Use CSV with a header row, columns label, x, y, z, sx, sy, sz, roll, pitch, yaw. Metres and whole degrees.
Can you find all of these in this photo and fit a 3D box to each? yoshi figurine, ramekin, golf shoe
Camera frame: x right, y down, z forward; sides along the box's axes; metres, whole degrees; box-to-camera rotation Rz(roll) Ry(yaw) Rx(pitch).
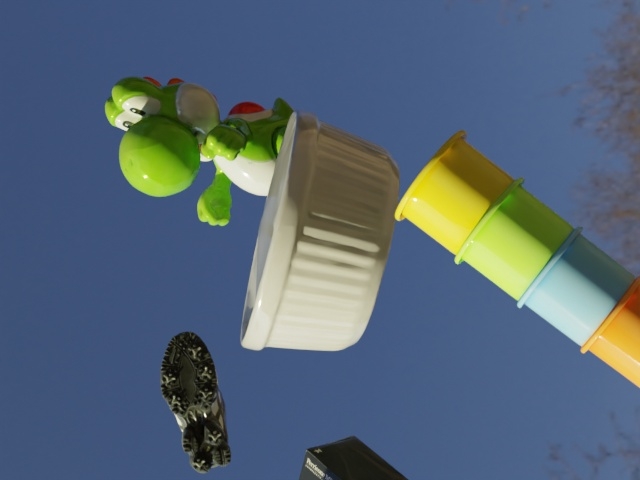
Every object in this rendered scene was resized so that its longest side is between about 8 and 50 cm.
label,x,y,z,sx,sy,sz,roll,pitch,yaw
yoshi figurine,-0.129,-0.103,1.729,0.362,0.203,0.203,18,-76,-15
ramekin,0.000,0.000,1.398,0.127,0.273,0.273,14,-108,-6
golf shoe,-0.169,0.209,1.683,0.094,0.077,0.198,-101,3,-75

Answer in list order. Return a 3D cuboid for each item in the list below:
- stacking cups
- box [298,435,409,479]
label,x,y,z,sx,sy,sz,roll,pitch,yaw
stacking cups,0.213,0.038,1.026,0.316,0.096,0.096,37,-128,8
box,0.076,0.418,1.715,0.103,0.261,0.184,-11,-56,-41
